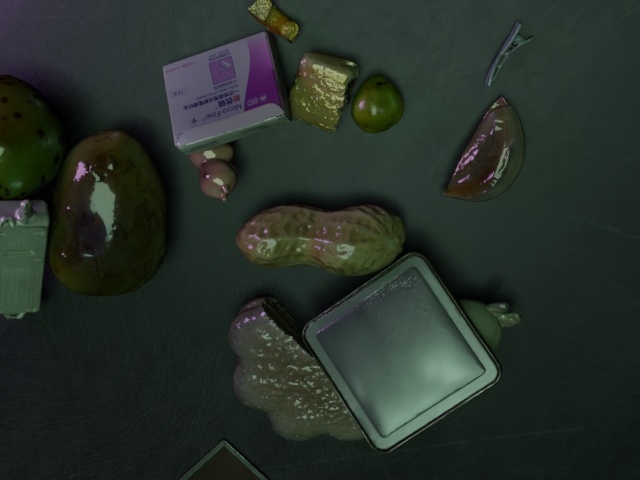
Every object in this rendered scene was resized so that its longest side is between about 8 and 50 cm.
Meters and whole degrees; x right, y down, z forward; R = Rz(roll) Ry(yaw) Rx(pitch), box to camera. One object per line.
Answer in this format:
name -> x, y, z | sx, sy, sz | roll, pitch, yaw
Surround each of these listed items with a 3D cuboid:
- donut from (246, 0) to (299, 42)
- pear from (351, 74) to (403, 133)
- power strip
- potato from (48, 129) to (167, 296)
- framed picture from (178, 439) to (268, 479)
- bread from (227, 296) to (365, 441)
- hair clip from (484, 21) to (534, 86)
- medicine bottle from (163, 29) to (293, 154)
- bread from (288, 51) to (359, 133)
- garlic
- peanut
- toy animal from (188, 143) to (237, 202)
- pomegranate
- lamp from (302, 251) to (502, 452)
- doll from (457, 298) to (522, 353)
donut -> -0.075, -0.372, 1.589 | 0.083, 0.067, 0.038 | 36, 88, 27
pear -> 0.095, -0.231, 1.603 | 0.092, 0.092, 0.097 | -9, 105, 7
power strip -> -0.533, 0.030, 1.655 | 0.098, 0.058, 0.338 | -1, 145, -22
potato -> -0.371, -0.041, 1.653 | 0.210, 0.173, 0.308 | 8, 110, 2
framed picture -> -0.173, 0.497, 1.877 | 0.183, 0.011, 0.142 | 44, 105, -8
bread -> -0.049, 0.264, 1.754 | 0.337, 0.102, 0.183 | 44, 108, -10
hair clip -> 0.316, -0.308, 1.589 | 0.039, 0.030, 0.115 | 31, 107, -6
medicine bottle -> -0.157, -0.246, 1.595 | 0.201, 0.052, 0.171 | -16, 68, 11
bread -> 0.005, -0.260, 1.607 | 0.106, 0.082, 0.125 | 25, 117, 8
garlic -> 0.296, -0.139, 1.614 | 0.101, 0.087, 0.196 | 30, 110, 9
peanut -> 0.000, 0.000, 1.652 | 0.298, 0.136, 0.120 | 2, 116, 5
toy animal -> -0.186, -0.132, 1.643 | 0.083, 0.089, 0.150 | -35, 63, 13
pomegranate -> -0.565, -0.149, 1.636 | 0.230, 0.231, 0.286 | 28, 134, -3
lamp -> 0.137, 0.193, 1.634 | 0.266, 0.047, 0.269 | -35, 79, 8
doll -> 0.226, 0.184, 1.703 | 0.275, 0.113, 0.155 | -38, 122, 9
